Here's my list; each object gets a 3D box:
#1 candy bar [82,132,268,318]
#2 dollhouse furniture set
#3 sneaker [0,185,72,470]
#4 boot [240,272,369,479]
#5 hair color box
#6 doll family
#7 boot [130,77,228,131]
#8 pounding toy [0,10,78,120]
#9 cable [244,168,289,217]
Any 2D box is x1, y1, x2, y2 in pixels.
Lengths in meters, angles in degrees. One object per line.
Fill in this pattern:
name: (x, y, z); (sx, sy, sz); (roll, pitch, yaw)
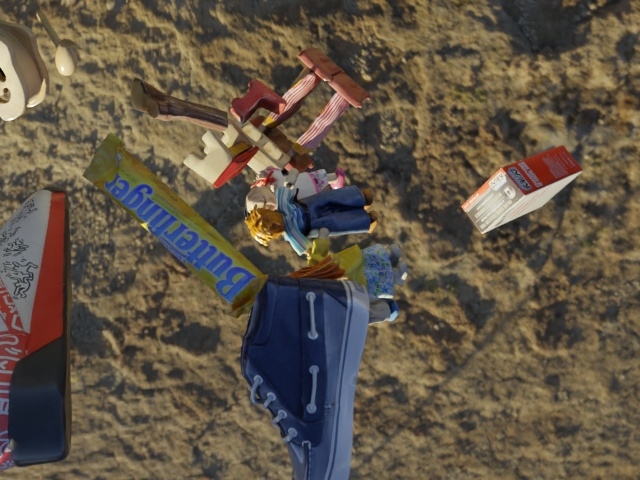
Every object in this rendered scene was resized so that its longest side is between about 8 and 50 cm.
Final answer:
candy bar: (-0.097, -0.010, 0.481); (0.040, 0.161, 0.018); (-54, 164, 17)
dollhouse furniture set: (-0.059, -0.205, 1.281); (0.152, 0.374, 0.201); (41, 115, -2)
sneaker: (-0.249, 0.043, 0.494); (0.145, 0.270, 0.090); (-2, 126, -18)
boot: (-0.022, 0.119, 0.533); (0.086, 0.069, 0.190); (9, 85, -17)
hair color box: (0.288, -0.075, 1.017); (0.167, 0.053, 0.093); (-22, 160, -42)
doll family: (0.000, 0.000, 0.846); (0.163, 0.263, 0.118); (-12, 160, -28)
boot: (-0.188, -0.181, 0.962); (0.114, 0.106, 0.037); (1, 123, -41)
pounding toy: (-0.558, -0.324, 1.290); (0.270, 0.155, 0.154); (19, 127, 7)
cable: (-0.094, -0.084, 1.639); (0.151, 0.047, 0.184); (23, 118, -11)
